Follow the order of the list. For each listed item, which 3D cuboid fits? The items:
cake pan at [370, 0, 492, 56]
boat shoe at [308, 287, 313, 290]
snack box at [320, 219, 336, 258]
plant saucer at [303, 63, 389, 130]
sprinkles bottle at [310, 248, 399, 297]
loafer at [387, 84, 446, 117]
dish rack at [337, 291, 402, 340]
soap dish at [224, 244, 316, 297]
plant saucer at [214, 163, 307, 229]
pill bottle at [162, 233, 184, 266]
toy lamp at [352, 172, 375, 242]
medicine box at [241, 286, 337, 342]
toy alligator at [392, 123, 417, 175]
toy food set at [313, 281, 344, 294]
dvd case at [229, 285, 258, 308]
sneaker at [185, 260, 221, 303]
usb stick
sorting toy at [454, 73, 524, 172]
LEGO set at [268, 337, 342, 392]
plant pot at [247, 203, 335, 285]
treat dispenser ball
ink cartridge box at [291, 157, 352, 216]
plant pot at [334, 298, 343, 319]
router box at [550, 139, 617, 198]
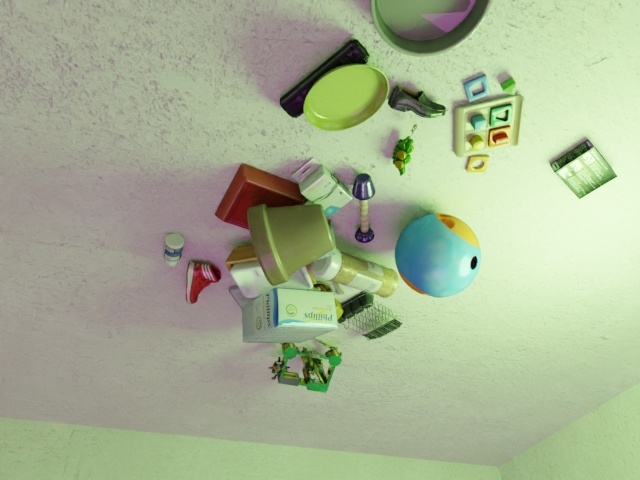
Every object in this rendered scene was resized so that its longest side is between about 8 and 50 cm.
[{"bbox_3d":[0.261,-0.587,1.180,0.292,0.054,0.293,-1,137,-1],"label":"cake pan"},{"bbox_3d":[-0.050,0.167,1.964,0.043,0.049,0.137,18,123,25],"label":"boat shoe"},{"bbox_3d":[0.000,0.000,1.727,0.100,0.141,0.037,-17,134,15],"label":"snack box"},{"bbox_3d":[0.066,-0.391,1.346,0.240,0.037,0.241,-15,154,-8],"label":"plant saucer"},{"bbox_3d":[0.131,0.119,1.836,0.355,0.121,0.121,21,133,-36],"label":"sprinkles bottle"},{"bbox_3d":[0.277,-0.387,1.390,0.169,0.062,0.061,8,131,-13],"label":"loafer"},{"bbox_3d":[0.215,0.336,2.151,0.208,0.074,0.271,-34,130,30],"label":"dish rack"},{"bbox_3d":[-0.177,0.100,1.827,0.290,0.118,0.229,-9,144,7],"label":"soap dish"},{"bbox_3d":[-0.194,-0.111,1.669,0.258,0.048,0.258,19,133,-22],"label":"plant saucer"},{"bbox_3d":[-0.533,0.038,1.795,0.067,0.067,0.120,12,135,-15],"label":"pill bottle"},{"bbox_3d":[0.147,-0.109,1.669,0.080,0.080,0.275,-5,139,3],"label":"toy lamp"},{"bbox_3d":[-0.124,0.296,1.912,0.263,0.149,0.289,8,154,-34],"label":"medicine box"},{"bbox_3d":[0.250,-0.281,1.510,0.051,0.056,0.190,32,142,22],"label":"toy alligator"},{"bbox_3d":[-0.009,0.218,2.033,0.191,0.039,0.132,-14,135,12],"label":"toy food set"},{"bbox_3d":[-0.225,0.232,2.042,0.252,0.022,0.180,-11,136,12],"label":"dvd case"},{"bbox_3d":[-0.454,0.175,1.934,0.127,0.087,0.221,6,137,-8],"label":"sneaker"},{"bbox_3d":[0.006,-0.431,1.340,0.278,0.045,0.077,-31,126,27],"label":"usb stick"},{"bbox_3d":[0.499,-0.327,1.473,0.195,0.047,0.348,-9,137,7],"label":"sorting toy"},{"bbox_3d":[-0.073,0.562,2.340,0.330,0.192,0.255,5,107,-13],"label":"LEGO set"},{"bbox_3d":[-0.083,-0.014,1.575,0.229,0.263,0.263,-18,135,3],"label":"plant pot"},{"bbox_3d":[0.398,0.050,1.694,0.287,0.288,0.288,-1,137,-1],"label":"treat dispenser ball"},{"bbox_3d":[0.004,-0.168,1.597,0.104,0.060,0.180,-37,127,20],"label":"ink cartridge box"},{"bbox_3d":[0.045,0.290,2.088,0.083,0.081,0.081,-30,131,11],"label":"plant pot"},{"bbox_3d":[0.848,-0.225,1.600,0.178,0.046,0.133,32,126,-32],"label":"router box"}]
